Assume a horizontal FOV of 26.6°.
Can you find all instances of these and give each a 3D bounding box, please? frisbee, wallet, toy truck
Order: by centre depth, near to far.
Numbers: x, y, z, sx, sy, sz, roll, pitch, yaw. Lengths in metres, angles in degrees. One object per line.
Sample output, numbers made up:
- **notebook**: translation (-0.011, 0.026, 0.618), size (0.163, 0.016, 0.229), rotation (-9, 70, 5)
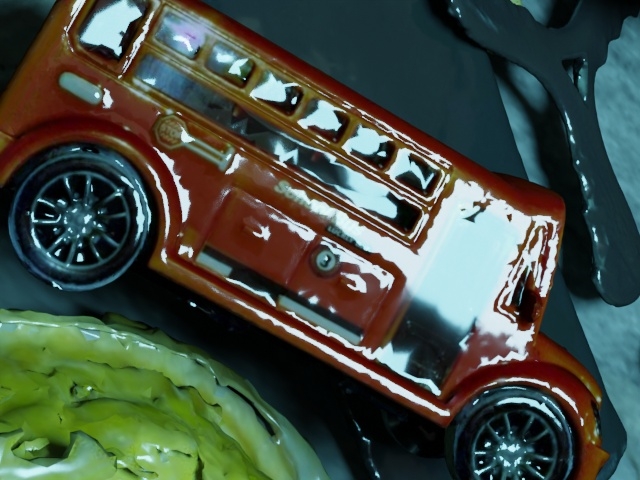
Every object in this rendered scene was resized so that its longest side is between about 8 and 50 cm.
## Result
- **toy truck**: translation (0.000, 0.000, 0.497), size (0.252, 0.107, 0.114), rotation (28, 88, -12)
- **wallet**: translation (0.045, 0.004, 0.598), size (0.146, 0.030, 0.285), rotation (-28, 101, -33)
- **frisbee**: translation (0.114, -0.082, 0.650), size (0.187, 0.012, 0.211), rotation (22, 64, -46)

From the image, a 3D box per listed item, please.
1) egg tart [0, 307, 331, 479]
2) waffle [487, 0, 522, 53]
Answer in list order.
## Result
- **egg tart**: translation (-0.093, 0.145, 0.443), size (0.290, 0.107, 0.291), rotation (9, 74, -32)
- **waffle**: translation (0.031, -0.137, 0.639), size (0.152, 0.023, 0.097), rotation (-2, 78, -32)
